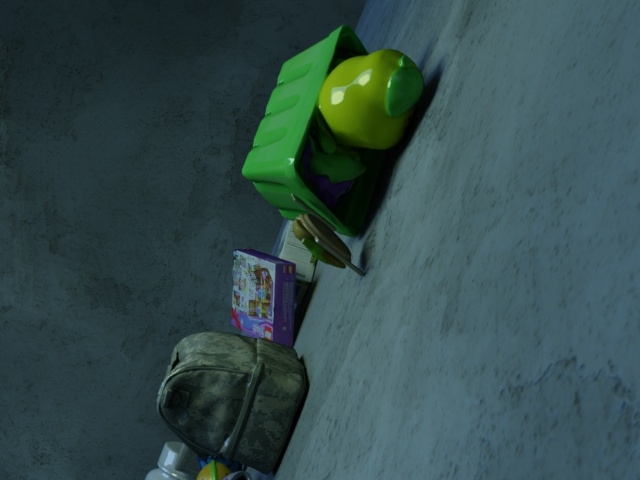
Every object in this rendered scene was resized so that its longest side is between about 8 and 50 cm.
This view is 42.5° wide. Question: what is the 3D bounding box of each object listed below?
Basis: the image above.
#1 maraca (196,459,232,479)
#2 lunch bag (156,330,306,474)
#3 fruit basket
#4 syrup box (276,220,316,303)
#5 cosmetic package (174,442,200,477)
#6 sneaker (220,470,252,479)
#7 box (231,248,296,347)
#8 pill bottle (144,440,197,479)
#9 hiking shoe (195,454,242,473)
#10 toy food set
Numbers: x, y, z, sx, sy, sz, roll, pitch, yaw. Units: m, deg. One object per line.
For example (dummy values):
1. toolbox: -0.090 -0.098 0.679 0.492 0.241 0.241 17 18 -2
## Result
1. maraca: -0.226 0.575 1.805 0.127 0.099 0.186 93 168 -59
2. lunch bag: -0.183 0.294 1.613 0.305 0.256 0.212 -119 50 -82
3. fruit basket: 0.065 -0.222 1.552 0.392 0.283 0.392 -20 48 23
4. syrup box: -0.062 0.040 2.126 0.237 0.096 0.093 -79 10 -45
5. cosmetic package: -0.257 0.476 2.121 0.129 0.153 0.296 -80 14 -56
6. sneaker: -0.207 0.582 1.607 0.161 0.102 0.282 126 164 -56
7. box: -0.145 0.135 2.020 0.293 0.057 0.201 -165 76 -64
8. pill bottle: -0.412 0.755 2.263 0.204 0.204 0.361 176 115 -83
9. hiking shoe: -0.248 0.446 1.907 0.132 0.113 0.304 61 -157 -84
10. toy food set: 0.000 0.000 1.441 0.038 0.132 0.192 -46 29 10
